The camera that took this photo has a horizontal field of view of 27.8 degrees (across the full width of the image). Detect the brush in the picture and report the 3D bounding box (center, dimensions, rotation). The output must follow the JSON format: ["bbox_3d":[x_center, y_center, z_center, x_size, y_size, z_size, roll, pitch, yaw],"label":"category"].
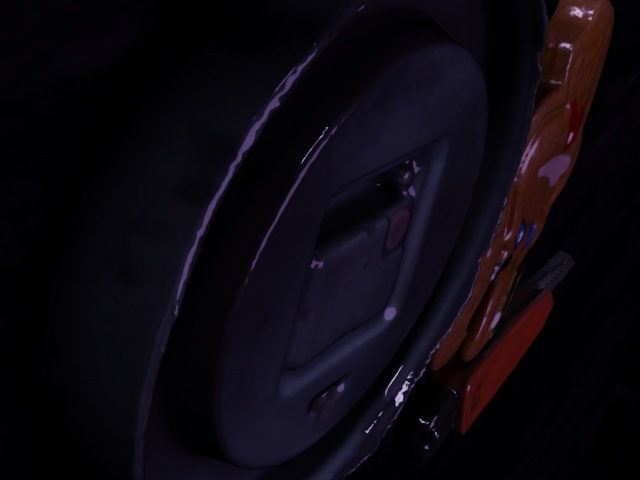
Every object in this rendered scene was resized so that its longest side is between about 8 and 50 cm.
[{"bbox_3d":[0.163,0.097,1.229,0.323,0.051,0.070,-41,142,-44],"label":"brush"}]

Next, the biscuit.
[{"bbox_3d":[0.169,-0.046,1.079,0.333,0.047,0.202,-68,160,4],"label":"biscuit"}]

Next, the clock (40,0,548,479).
[{"bbox_3d":[0.000,0.000,0.624,0.325,0.067,0.325,-45,151,-33],"label":"clock"}]
